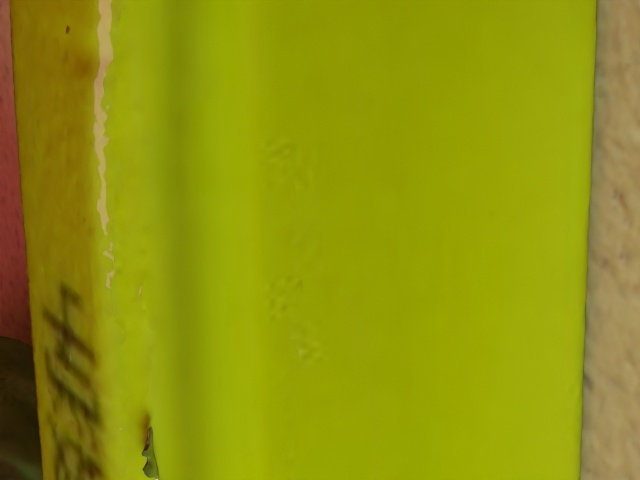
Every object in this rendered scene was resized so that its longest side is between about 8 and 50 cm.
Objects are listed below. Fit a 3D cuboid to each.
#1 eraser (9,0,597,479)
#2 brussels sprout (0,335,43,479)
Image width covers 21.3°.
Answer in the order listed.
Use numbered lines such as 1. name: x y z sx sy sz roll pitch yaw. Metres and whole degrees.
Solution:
1. eraser: 0.000 0.000 0.469 0.069 0.158 0.226 22 120 51
2. brussels sprout: -0.210 0.193 0.799 0.328 0.247 0.328 34 130 53
